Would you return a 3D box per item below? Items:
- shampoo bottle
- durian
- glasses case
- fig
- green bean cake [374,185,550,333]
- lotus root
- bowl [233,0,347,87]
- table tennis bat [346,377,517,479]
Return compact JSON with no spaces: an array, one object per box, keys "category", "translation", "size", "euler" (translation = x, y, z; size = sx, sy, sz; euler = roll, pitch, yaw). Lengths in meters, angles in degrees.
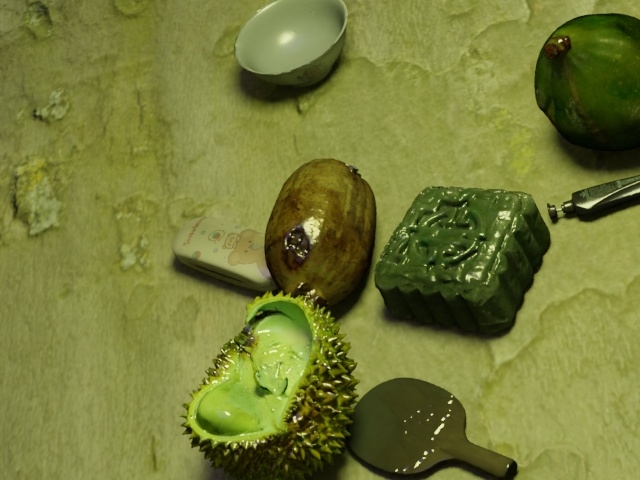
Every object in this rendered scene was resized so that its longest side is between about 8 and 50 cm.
[{"category":"shampoo bottle","translation":[0.361,-0.055,1.834],"size":[0.137,0.027,0.048],"euler":[-17,32,11]},{"category":"durian","translation":[-0.053,0.188,1.707],"size":[0.200,0.176,0.237],"euler":[10,60,21]},{"category":"glasses case","translation":[-0.121,0.018,1.982],"size":[0.204,0.051,0.081],"euler":[16,60,35]},{"category":"fig","translation":[0.364,-0.219,1.837],"size":[0.195,0.245,0.195],"euler":[-15,58,26]},{"category":"green bean cake","translation":[0.177,0.018,1.817],"size":[0.185,0.094,0.183],"euler":[6,54,36]},{"category":"lotus root","translation":[0.000,0.000,1.879],"size":[0.128,0.145,0.260],"euler":[-38,29,47]},{"category":"bowl","translation":[-0.032,-0.294,2.202],"size":[0.189,0.086,0.189],"euler":[-15,44,15]},{"category":"table tennis bat","translation":[0.131,0.235,1.688],"size":[0.234,0.022,0.131],"euler":[20,60,40]}]
